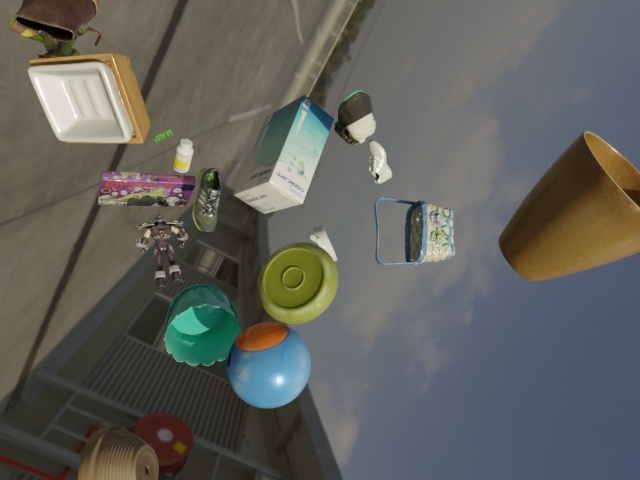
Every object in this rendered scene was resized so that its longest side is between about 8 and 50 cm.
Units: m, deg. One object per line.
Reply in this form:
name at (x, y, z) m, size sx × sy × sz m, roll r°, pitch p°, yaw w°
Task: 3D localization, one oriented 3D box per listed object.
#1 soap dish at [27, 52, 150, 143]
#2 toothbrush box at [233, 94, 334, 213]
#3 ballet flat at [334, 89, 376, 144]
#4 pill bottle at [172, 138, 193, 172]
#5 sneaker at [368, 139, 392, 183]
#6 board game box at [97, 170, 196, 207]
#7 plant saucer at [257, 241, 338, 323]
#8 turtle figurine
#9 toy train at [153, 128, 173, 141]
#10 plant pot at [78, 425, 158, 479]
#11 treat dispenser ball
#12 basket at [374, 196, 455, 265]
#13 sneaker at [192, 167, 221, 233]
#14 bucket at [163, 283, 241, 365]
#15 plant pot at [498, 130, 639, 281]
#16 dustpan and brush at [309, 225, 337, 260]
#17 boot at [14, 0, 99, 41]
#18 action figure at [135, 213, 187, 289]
soap dish at (-0.603, -0.376, 1.268) m, size 0.118 × 0.290 × 0.229 m, roll -56°, pitch 144°, yaw -49°
toothbrush box at (-0.109, -0.246, 1.406) m, size 0.216 × 0.126 × 0.296 m, roll -10°, pitch -125°, yaw 52°
ballet flat at (0.095, -0.303, 1.226) m, size 0.095 × 0.096 × 0.280 m, roll -31°, pitch -178°, yaw 0°
pill bottle at (-0.351, -0.218, 1.223) m, size 0.043 × 0.043 × 0.083 m, roll -74°, pitch -171°, yaw -51°
sneaker at (0.186, -0.255, 1.567) m, size 0.061 × 0.152 × 0.053 m, roll -36°, pitch -152°, yaw -19°
board game box at (-0.691, -0.200, 1.900) m, size 0.208 × 0.346 × 0.056 m, roll -47°, pitch -130°, yaw 52°
plant saucer at (-0.071, 0.110, 1.329) m, size 0.241 × 0.240 × 0.037 m, roll -65°, pitch 156°, yaw -15°
turtle figurine at (-0.849, -0.622, 1.501) m, size 0.269 × 0.217 × 0.087 m, roll -20°, pitch -118°, yaw 23°
toy train at (-0.627, -0.417, 1.901) m, size 0.083 × 0.024 × 0.017 m, roll -28°, pitch -179°, yaw -9°
plant pot at (-0.480, 0.577, 1.184) m, size 0.237 × 0.109 × 0.238 m, roll -15°, pitch 90°, yaw -85°
treat dispenser ball at (-0.176, 0.426, 1.640) m, size 0.288 × 0.288 × 0.288 m, roll -59°, pitch -170°, yaw 17°
basket at (0.343, -0.033, 1.771) m, size 0.201 × 0.288 × 0.255 m, roll 108°, pitch -18°, yaw -76°
sneaker at (-0.489, -0.181, 2.086) m, size 0.121 × 0.110 × 0.301 m, roll -13°, pitch -104°, yaw 60°
bucket at (-0.448, 0.312, 1.804) m, size 0.281 × 0.281 × 0.183 m, roll -60°, pitch -151°, yaw 13°
plant pot at (0.483, -0.034, 0.919) m, size 0.254 × 0.237 × 0.237 m, roll -48°, pitch -164°, yaw 38°
dustpan and brush at (0.000, 0.000, 1.743) m, size 0.060 × 0.148 × 0.211 m, roll -25°, pitch 165°, yaw 1°
boot at (-0.639, -0.554, 1.068) m, size 0.090 × 0.248 × 0.207 m, roll 124°, pitch -23°, yaw -46°
action figure at (-0.580, 0.033, 1.759) m, size 0.099 × 0.185 × 0.285 m, roll 115°, pitch -36°, yaw -73°
